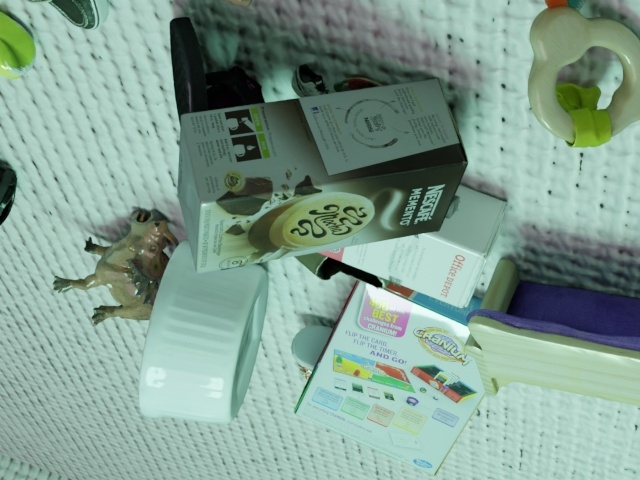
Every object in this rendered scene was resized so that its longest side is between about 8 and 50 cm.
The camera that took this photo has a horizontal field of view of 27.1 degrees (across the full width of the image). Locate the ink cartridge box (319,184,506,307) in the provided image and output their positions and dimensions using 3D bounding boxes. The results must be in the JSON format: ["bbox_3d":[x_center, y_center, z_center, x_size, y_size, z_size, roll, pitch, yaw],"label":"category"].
[{"bbox_3d":[0.111,-0.016,1.689,0.218,0.092,0.158,23,153,6],"label":"ink cartridge box"}]

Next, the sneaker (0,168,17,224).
[{"bbox_3d":[-0.547,-0.114,2.033,0.147,0.105,0.296,17,158,9],"label":"sneaker"}]

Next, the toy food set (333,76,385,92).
[{"bbox_3d":[0.054,-0.162,1.553,0.083,0.020,0.082,21,152,6],"label":"toy food set"}]

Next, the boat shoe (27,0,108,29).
[{"bbox_3d":[-0.327,-0.312,1.534,0.077,0.070,0.219,3,146,35],"label":"boat shoe"}]

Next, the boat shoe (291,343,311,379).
[{"bbox_3d":[-0.012,0.221,2.258,0.049,0.043,0.137,4,145,37],"label":"boat shoe"}]

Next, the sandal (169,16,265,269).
[{"bbox_3d":[-0.115,-0.126,1.645,0.107,0.168,0.446,-13,151,-4],"label":"sandal"}]

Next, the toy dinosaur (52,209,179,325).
[{"bbox_3d":[-0.289,0.071,2.137,0.200,0.127,0.296,6,154,18],"label":"toy dinosaur"}]

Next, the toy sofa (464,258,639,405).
[{"bbox_3d":[0.373,0.120,1.661,0.362,0.150,0.177,9,145,27],"label":"toy sofa"}]

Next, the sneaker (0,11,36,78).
[{"bbox_3d":[-0.484,-0.280,1.693,0.126,0.091,0.240,-7,140,46],"label":"sneaker"}]

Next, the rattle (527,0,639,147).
[{"bbox_3d":[0.244,-0.202,1.325,0.130,0.143,0.200,-26,115,16],"label":"rattle"}]

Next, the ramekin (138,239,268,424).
[{"bbox_3d":[-0.171,0.146,2.016,0.135,0.277,0.277,12,151,5],"label":"ramekin"}]

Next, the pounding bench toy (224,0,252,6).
[{"bbox_3d":[-0.108,-0.296,1.408,0.083,0.052,0.065,16,152,15],"label":"pounding bench toy"}]

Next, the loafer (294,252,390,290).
[{"bbox_3d":[0.000,0.000,1.808,0.251,0.087,0.094,16,152,16],"label":"loafer"}]

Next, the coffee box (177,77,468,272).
[{"bbox_3d":[-0.004,-0.072,1.495,0.297,0.119,0.168,-10,154,-12],"label":"coffee box"}]

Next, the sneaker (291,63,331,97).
[{"bbox_3d":[-0.003,-0.171,1.546,0.083,0.032,0.037,43,149,19],"label":"sneaker"}]

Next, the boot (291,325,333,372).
[{"bbox_3d":[0.086,0.203,2.122,0.258,0.095,0.123,16,165,20],"label":"boot"}]

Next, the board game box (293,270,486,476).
[{"bbox_3d":[0.123,0.187,1.949,0.242,0.064,0.316,25,131,0],"label":"board game box"}]
